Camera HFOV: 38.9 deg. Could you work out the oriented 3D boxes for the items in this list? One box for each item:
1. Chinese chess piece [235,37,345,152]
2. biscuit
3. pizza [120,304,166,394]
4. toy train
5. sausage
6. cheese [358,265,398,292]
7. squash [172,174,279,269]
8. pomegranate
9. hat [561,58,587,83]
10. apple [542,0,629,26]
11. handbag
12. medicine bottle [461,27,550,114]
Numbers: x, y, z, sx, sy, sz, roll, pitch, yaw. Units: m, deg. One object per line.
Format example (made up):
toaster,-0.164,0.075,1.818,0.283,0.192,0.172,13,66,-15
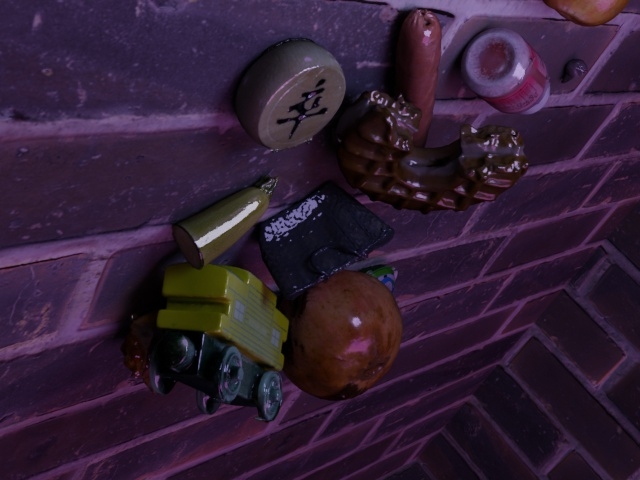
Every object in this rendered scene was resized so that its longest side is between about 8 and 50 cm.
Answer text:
Chinese chess piece,-0.047,-0.233,1.468,0.188,0.083,0.188,-30,153,-17
biscuit,0.186,-0.154,1.722,0.366,0.115,0.268,15,149,-18
pizza,-0.323,0.210,1.800,0.161,0.085,0.305,-53,164,-14
toy train,-0.185,0.195,1.759,0.179,0.273,0.442,2,162,17
sausage,0.178,-0.272,1.720,0.087,0.088,0.433,-33,154,-15
cheese,0.126,0.152,2.344,0.204,0.083,0.320,-39,155,-4
squash,-0.158,-0.049,1.630,0.224,0.094,0.094,-38,156,-21
pomegranate,0.039,0.215,2.095,0.322,0.322,0.322,-32,154,-18
hat,0.599,-0.407,2.159,0.058,0.042,0.087,-30,-172,-6
apple,0.519,-0.505,1.728,0.199,0.199,0.199,-32,154,-18
handbag,0.000,0.000,1.805,0.270,0.175,0.089,-32,151,-19
medicine bottle,0.388,-0.333,1.848,0.147,0.147,0.247,-48,155,15
